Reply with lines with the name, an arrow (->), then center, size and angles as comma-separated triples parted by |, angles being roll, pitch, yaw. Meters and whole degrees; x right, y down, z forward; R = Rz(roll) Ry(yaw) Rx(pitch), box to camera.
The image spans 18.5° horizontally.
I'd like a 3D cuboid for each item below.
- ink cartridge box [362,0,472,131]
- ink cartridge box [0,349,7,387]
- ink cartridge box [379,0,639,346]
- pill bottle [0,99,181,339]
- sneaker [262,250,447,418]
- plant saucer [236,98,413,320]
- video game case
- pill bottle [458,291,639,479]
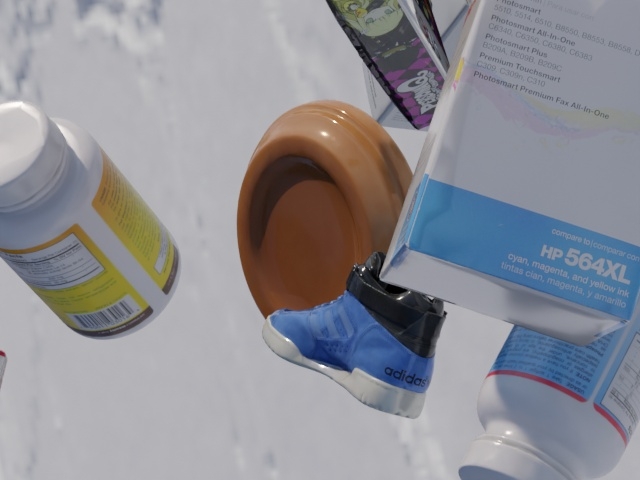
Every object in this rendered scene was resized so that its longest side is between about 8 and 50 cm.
ink cartridge box -> 0.133, -0.168, 1.685 | 0.175, 0.127, 0.072 | -52, 41, 48
ink cartridge box -> -0.405, 0.117, 1.631 | 0.237, 0.172, 0.100 | -5, 67, 45
ink cartridge box -> 0.090, -0.043, 0.767 | 0.092, 0.090, 0.143 | 114, 175, -80
pill bottle -> -0.204, -0.018, 1.567 | 0.215, 0.117, 0.117 | 56, -168, -51
sneaker -> 0.023, 0.045, 1.188 | 0.152, 0.058, 0.084 | 26, 98, 58
plant saucer -> 0.000, 0.000, 1.406 | 0.200, 0.037, 0.200 | 15, 109, 49
video game case -> 0.018, -0.211, 1.218 | 0.210, 0.042, 0.232 | 49, -157, -63
pill bottle -> 0.141, 0.075, 1.093 | 0.160, 0.087, 0.087 | -59, -6, -21
